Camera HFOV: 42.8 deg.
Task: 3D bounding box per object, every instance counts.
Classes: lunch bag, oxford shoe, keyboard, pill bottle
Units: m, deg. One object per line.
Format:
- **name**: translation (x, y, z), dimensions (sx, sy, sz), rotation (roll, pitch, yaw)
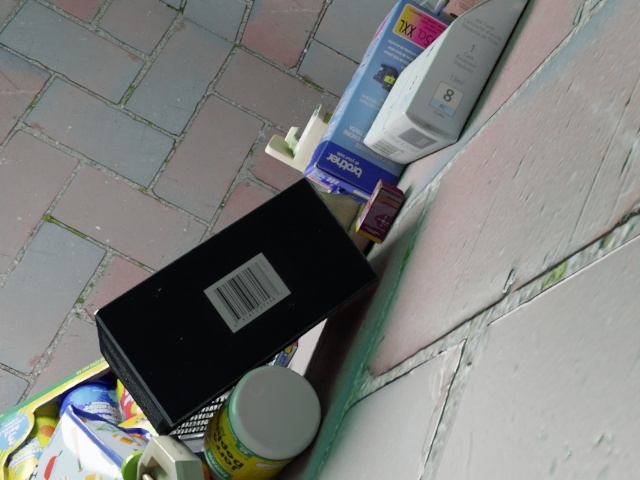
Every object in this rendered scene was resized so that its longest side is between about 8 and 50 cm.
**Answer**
- **lunch bag**: translation (-0.346, 0.521, 1.389), dimensions (0.385, 0.239, 0.328), rotation (22, 84, 47)
- **oxford shoe**: translation (-0.022, 0.016, 1.477), dimensions (0.140, 0.146, 0.397), rotation (-67, 6, -33)
- **keyboard**: translation (-0.179, 0.299, 1.515), dimensions (0.317, 0.033, 0.201), rotation (-19, 37, 43)
- **pill bottle**: translation (-0.086, 0.253, 1.065), dimensions (0.208, 0.117, 0.117), rotation (-54, 10, 53)

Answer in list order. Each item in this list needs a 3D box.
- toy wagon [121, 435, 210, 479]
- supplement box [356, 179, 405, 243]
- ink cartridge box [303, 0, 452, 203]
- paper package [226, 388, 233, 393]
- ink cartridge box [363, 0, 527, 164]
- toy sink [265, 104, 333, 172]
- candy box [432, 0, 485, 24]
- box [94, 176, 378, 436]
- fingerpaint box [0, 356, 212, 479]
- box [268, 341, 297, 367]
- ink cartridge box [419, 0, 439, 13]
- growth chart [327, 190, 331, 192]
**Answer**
- **toy wagon**: translation (-0.218, 0.452, 1.121), dimensions (0.267, 0.068, 0.344), rotation (12, 97, 63)
- **supplement box**: translation (0.092, -0.045, 1.255), dimensions (0.083, 0.043, 0.055), rotation (-62, 5, 15)
- **ink cartridge box**: translation (0.098, -0.213, 1.508), dimensions (0.395, 0.151, 0.270), rotation (-64, 5, -2)
- **paper package**: translation (-0.227, 0.258, 2.134), dimensions (0.325, 0.168, 0.309), rotation (-66, 7, -32)
- **ink cartridge box**: translation (0.209, -0.311, 1.228), dimensions (0.385, 0.091, 0.308), rotation (-64, 5, -4)
- **toy sink**: translation (0.014, -0.217, 1.849), dimensions (0.131, 0.234, 0.153), rotation (-61, 5, 17)
- **candy box**: translation (0.277, -0.470, 1.483), dimensions (0.196, 0.070, 0.165), rotation (-63, 5, 2)
- **box**: translation (-0.135, 0.110, 1.191), dimensions (0.343, 0.179, 0.312), rotation (-34, -6, -21)
- **fingerpaint box**: translation (-0.480, 0.444, 1.766), dimensions (0.445, 0.163, 0.371), rotation (-29, 37, -3)
- **box**: translation (-0.078, 0.226, 1.611), dimensions (0.094, 0.027, 0.137), rotation (-61, 5, 6)
- **ink cartridge box**: translation (0.223, -0.458, 1.713), dimensions (0.206, 0.045, 0.208), rotation (-41, -2, -18)
- **growth chart**: translation (0.023, -0.140, 2.536), dimensions (0.237, 0.021, 0.172), rotation (-64, 4, -26)
